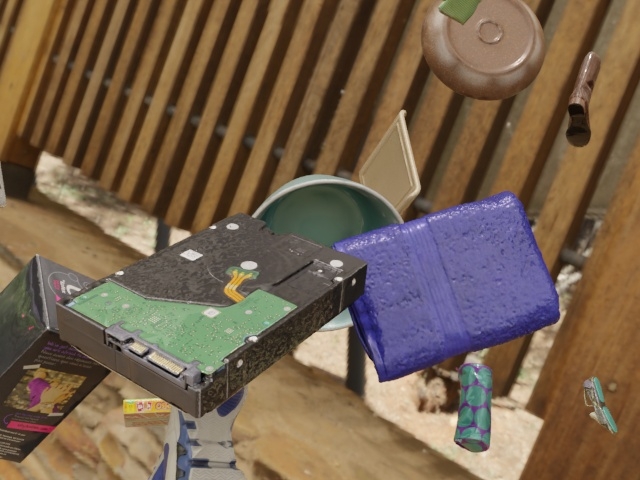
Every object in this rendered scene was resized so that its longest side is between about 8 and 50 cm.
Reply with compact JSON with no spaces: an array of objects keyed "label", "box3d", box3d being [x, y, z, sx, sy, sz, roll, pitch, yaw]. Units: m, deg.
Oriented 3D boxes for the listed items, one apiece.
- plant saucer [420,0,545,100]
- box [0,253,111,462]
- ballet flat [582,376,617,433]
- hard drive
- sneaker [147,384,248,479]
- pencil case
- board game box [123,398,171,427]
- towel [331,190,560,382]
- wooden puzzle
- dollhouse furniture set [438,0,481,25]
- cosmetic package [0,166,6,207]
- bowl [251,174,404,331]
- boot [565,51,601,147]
[{"label":"plant saucer","box3d":[0.255,-0.313,1.128,0.199,0.198,0.036,21,-13,-1]},{"label":"box","box3d":[-0.445,0.183,1.113,0.143,0.270,0.165,33,18,-43]},{"label":"ballet flat","box3d":[0.542,0.326,1.436,0.041,0.041,0.114,16,52,-45]},{"label":"hard drive","box3d":[-0.126,0.076,0.944,0.237,0.064,0.339,21,31,28]},{"label":"sneaker","box3d":[-0.203,0.322,1.110,0.128,0.182,0.315,20,46,-32]},{"label":"pencil case","box3d":[0.276,0.303,1.336,0.070,0.151,0.064,-12,-36,36]},{"label":"board game box","box3d":[-0.351,0.366,1.551,0.124,0.039,0.259,1,-18,-14]},{"label":"towel","box3d":[0.192,0.068,1.137,0.309,0.227,0.076,-17,-10,-4]},{"label":"wooden puzzle","box3d":[0.153,-0.129,1.601,0.044,0.238,0.221,10,-35,-19]},{"label":"dollhouse furniture set","box3d":[0.170,-0.297,0.866,0.152,0.076,0.058,5,33,-50]},{"label":"cosmetic package","box3d":[-0.414,-0.093,0.678,0.184,0.151,0.151,-8,3,-7]},{"label":"bowl","box3d":[0.000,0.000,1.381,0.312,0.311,0.163,20,23,-15]},{"label":"boot","box3d":[0.401,-0.214,1.113,0.037,0.114,0.106,10,-31,23]}]
